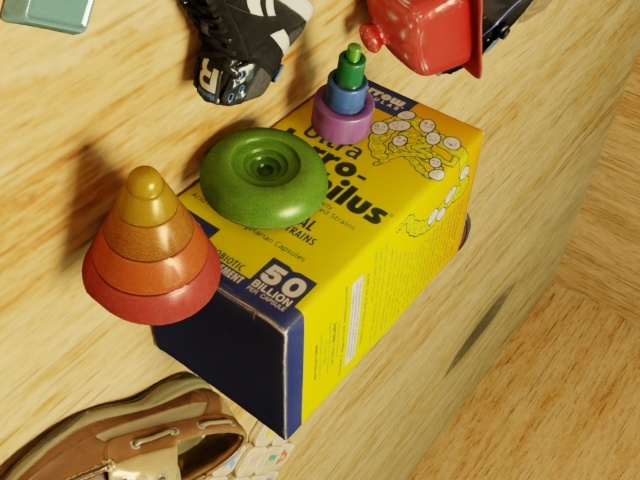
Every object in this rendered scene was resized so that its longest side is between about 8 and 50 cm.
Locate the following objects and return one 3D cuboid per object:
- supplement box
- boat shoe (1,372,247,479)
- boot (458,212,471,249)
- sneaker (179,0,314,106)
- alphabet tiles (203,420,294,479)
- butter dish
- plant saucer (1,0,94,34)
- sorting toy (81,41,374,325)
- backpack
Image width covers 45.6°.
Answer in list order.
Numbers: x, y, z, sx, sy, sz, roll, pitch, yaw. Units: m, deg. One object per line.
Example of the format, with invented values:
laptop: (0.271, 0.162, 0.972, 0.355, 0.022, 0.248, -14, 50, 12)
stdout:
supplement box: (0.000, 0.000, 0.846, 0.356, 0.194, 0.195, -43, 151, -35)
boat shoe: (-0.200, 0.245, 0.820, 0.324, 0.119, 0.123, -25, 138, -53)
boot: (0.140, 0.016, 1.261, 0.280, 0.096, 0.264, -49, 154, -23)
sneaker: (-0.083, -0.174, 0.628, 0.217, 0.079, 0.121, 4, 113, -64)
alphabet tiles: (-0.134, 0.412, 1.263, 0.284, 0.021, 0.278, -59, 156, -3)
butter dish: (0.098, -0.251, 0.850, 0.118, 0.160, 0.160, -31, 151, -6)
plant saucer: (-0.156, -0.230, 0.500, 0.067, 0.018, 0.192, -10, 125, -60)
sorting toy: (-0.065, -0.081, 0.695, 0.365, 0.127, 0.126, -42, 157, -33)
backpack: (0.194, -0.301, 0.983, 0.158, 0.117, 0.173, -46, -176, -25)
